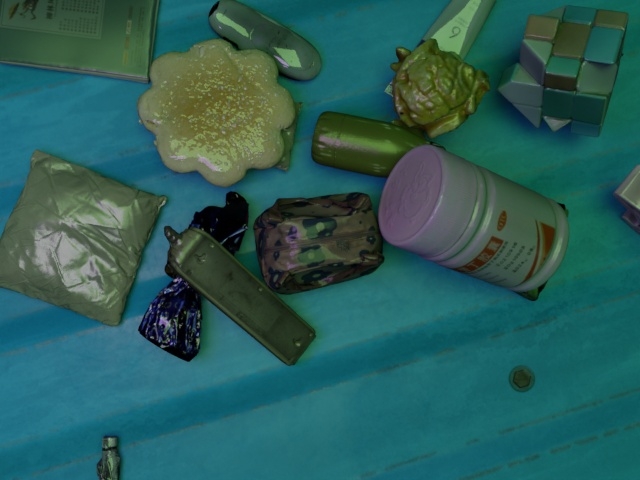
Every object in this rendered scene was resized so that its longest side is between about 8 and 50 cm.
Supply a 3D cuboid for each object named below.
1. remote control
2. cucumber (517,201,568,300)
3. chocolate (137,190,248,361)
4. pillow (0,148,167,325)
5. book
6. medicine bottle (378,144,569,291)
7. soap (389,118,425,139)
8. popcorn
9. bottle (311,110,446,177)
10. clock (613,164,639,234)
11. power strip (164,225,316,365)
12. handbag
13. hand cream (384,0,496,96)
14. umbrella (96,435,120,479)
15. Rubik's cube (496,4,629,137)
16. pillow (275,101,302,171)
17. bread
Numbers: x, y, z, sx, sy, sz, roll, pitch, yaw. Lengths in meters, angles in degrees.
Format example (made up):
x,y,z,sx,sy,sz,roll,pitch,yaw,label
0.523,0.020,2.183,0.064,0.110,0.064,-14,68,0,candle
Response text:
x,y,z,sx,sy,sz,roll,pitch,yaw,label
-0.114,-0.412,1.540,0.256,0.045,0.097,28,84,0,remote control
0.443,0.023,1.533,0.086,0.115,0.193,16,82,27,cucumber
-0.245,0.053,1.463,0.148,0.126,0.343,15,79,37,chocolate
-0.478,-0.005,1.464,0.274,0.076,0.280,21,85,-5,pillow
-0.519,-0.471,1.517,0.379,0.031,0.264,7,85,-4,book
0.289,-0.036,1.418,0.316,0.202,0.202,19,84,-26,medicine bottle
0.190,-0.171,1.553,0.089,0.033,0.168,-10,87,-6,soap
0.222,-0.297,1.473,0.185,0.187,0.167,25,112,-28,popcorn
0.117,-0.181,1.491,0.260,0.112,0.112,13,85,6,bottle
0.718,-0.035,1.471,0.290,0.275,0.080,38,88,2,clock
-0.157,0.099,1.413,0.387,0.066,0.092,46,73,-29,power strip
0.000,0.000,1.445,0.252,0.193,0.190,-12,91,-5,handbag
0.267,-0.416,1.578,0.109,0.067,0.320,34,91,-3,hand cream
-0.411,0.474,1.449,0.050,0.046,0.188,-2,87,-1,umbrella
0.483,-0.342,1.506,0.213,0.265,0.224,14,65,21,Rubik's cube
-0.161,-0.230,1.521,0.230,0.050,0.148,10,89,-7,pillow
-0.201,-0.256,1.471,0.316,0.054,0.316,1,79,-8,bread
